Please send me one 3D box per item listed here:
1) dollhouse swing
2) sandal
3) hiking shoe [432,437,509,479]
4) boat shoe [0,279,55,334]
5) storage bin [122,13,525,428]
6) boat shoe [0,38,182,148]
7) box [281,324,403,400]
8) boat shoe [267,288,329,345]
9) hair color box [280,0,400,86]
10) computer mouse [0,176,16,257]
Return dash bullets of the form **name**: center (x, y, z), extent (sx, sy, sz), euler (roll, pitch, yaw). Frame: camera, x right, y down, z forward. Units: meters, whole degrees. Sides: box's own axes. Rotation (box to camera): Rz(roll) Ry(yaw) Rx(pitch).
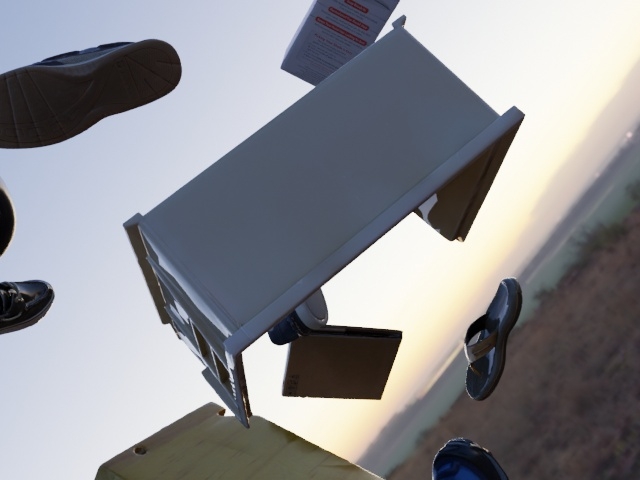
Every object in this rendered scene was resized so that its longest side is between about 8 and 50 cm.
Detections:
- **dollhouse swing**: center (-0.104, 0.443, 1.191), extent (0.315, 0.346, 0.305), euler (-23, -52, -56)
- **sandal**: center (0.222, 0.130, 1.303), extent (0.072, 0.049, 0.180), euler (-117, 38, -61)
- **hiking shoe**: center (0.172, 0.394, 1.158), extent (0.113, 0.304, 0.132), euler (-6, -3, 36)
- **boat shoe**: center (-0.504, 0.104, 1.537), extent (0.219, 0.078, 0.070), euler (-30, -20, -52)
- **storage bin**: center (0.000, 0.000, 0.765), extent (0.262, 0.123, 0.260), euler (-40, -16, -16)
- **boat shoe**: center (-0.321, -0.192, 1.248), extent (0.285, 0.103, 0.092), euler (-23, 18, -14)
- **box**: center (0.028, 0.189, 1.474), extent (0.201, 0.164, 0.021), euler (101, 171, -53)
- **boat shoe**: center (-0.069, 0.005, 1.196), extent (0.079, 0.255, 0.095), euler (-28, -14, 19)
- **hair color box**: center (0.026, -0.279, 1.264), extent (0.167, 0.093, 0.053), euler (-54, 16, 39)
- **computer mouse**: center (-0.521, -0.097, 1.467), extent (0.072, 0.272, 0.188), euler (-23, 26, -17)
